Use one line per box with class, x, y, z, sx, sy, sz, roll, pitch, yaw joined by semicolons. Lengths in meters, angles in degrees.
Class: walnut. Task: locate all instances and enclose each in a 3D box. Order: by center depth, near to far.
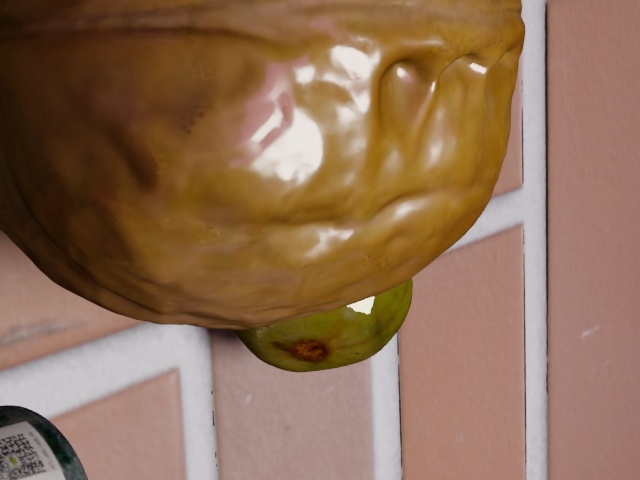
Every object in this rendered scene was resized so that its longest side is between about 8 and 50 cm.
walnut;-0.042;-0.123;1.013;0.398;0.308;0.354;-14;107;-47

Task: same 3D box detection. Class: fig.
fig;-0.012;0.010;1.234;0.142;0.186;0.148;-27;128;12

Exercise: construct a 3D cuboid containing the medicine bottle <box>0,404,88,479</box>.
medicine bottle;-0.283;0.192;0.949;0.293;0.141;0.141;-11;107;-47
